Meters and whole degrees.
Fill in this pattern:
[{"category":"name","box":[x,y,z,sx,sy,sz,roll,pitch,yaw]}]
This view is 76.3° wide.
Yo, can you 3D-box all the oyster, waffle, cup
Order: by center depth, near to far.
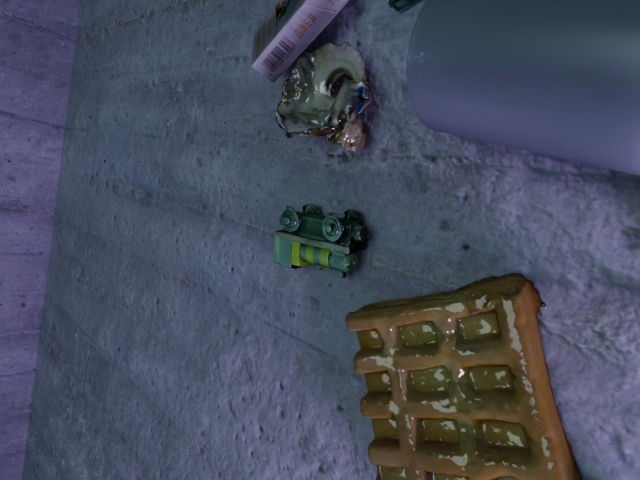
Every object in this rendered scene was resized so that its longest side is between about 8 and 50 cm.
[{"category":"cup","box":[0.278,-0.193,0.452,0.312,0.206,0.205,32,108,43]},{"category":"waffle","box":[0.194,0.242,0.602,0.304,0.078,0.347,-18,76,38]},{"category":"oyster","box":[0.013,-0.282,0.787,0.214,0.083,0.222,18,81,32]}]

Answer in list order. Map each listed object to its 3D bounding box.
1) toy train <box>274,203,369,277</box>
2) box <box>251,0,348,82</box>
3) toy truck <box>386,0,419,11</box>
[{"category":"toy train","box":[0.000,0.000,0.787,0.200,0.083,0.132,14,107,40]},{"category":"box","box":[-0.046,-0.454,0.826,0.233,0.067,0.149,-35,45,33]},{"category":"toy truck","box":[0.105,-0.457,0.657,0.067,0.175,0.081,-14,72,40]}]
